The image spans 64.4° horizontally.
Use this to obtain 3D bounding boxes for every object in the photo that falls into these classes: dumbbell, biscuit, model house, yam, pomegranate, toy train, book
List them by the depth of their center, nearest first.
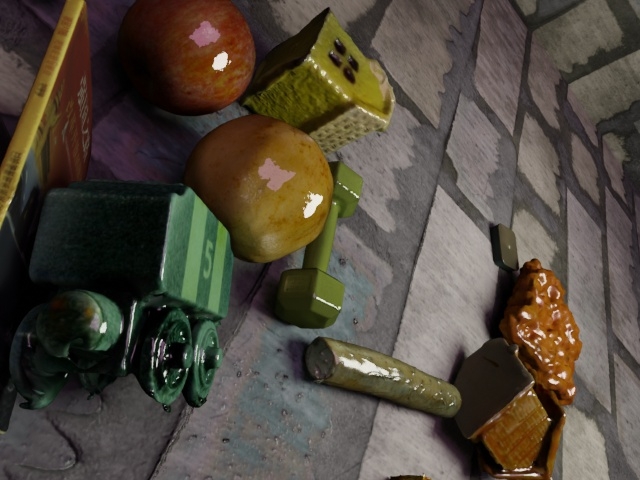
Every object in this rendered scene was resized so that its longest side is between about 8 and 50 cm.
[{"bbox_3d":[-0.286,-0.012,0.505,0.028,0.262,0.374,12,63,-17],"label":"book"},{"bbox_3d":[-0.197,0.063,0.558,0.166,0.299,0.238,3,75,3],"label":"toy train"},{"bbox_3d":[-0.089,-0.077,0.753,0.233,0.233,0.233,19,60,-37],"label":"pomegranate"},{"bbox_3d":[0.000,0.000,0.879,0.108,0.121,0.302,60,35,-50],"label":"dumbbell"},{"bbox_3d":[0.130,0.253,0.920,0.371,0.083,0.083,26,56,-35],"label":"yam"},{"bbox_3d":[0.005,-0.260,0.940,0.234,0.193,0.175,44,47,-25],"label":"model house"},{"bbox_3d":[0.395,0.368,1.067,0.229,0.219,0.199,57,3,-16],"label":"model house"},{"bbox_3d":[0.589,0.244,1.335,0.318,0.110,0.312,56,44,-13],"label":"biscuit"}]

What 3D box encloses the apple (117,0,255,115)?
[{"bbox_3d":[-0.198,-0.279,0.754,0.174,0.188,0.188,-42,103,-34],"label":"apple"}]

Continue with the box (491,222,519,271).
[{"bbox_3d":[0.515,0.022,1.421,0.091,0.031,0.126,22,59,-36],"label":"box"}]

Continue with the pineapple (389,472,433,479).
[{"bbox_3d":[0.161,0.446,0.884,0.114,0.077,0.114,30,88,-45],"label":"pineapple"}]

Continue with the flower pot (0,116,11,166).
[{"bbox_3d":[-0.400,-0.061,0.426,0.246,0.195,0.246,-12,90,-85],"label":"flower pot"}]
